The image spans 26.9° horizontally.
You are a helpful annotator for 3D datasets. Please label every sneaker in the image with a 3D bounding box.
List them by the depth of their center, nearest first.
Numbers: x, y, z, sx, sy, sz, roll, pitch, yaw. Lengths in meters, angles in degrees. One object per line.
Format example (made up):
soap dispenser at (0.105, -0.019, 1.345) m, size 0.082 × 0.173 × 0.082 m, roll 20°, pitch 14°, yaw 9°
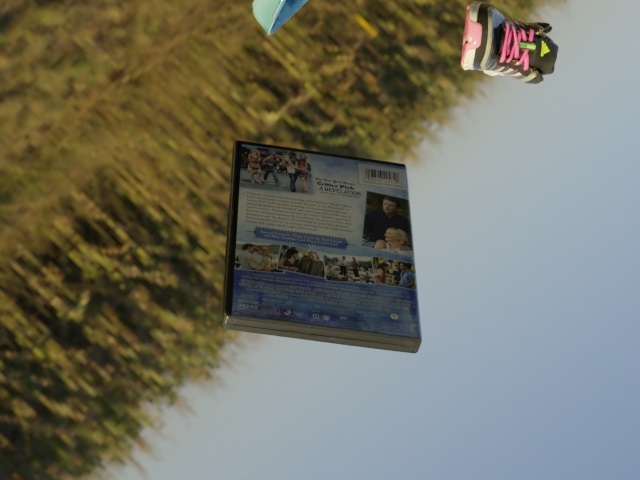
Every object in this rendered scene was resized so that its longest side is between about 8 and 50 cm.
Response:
sneaker at (0.176, -0.178, 1.220) m, size 0.170 × 0.075 × 0.063 m, roll 3°, pitch 96°, yaw -70°

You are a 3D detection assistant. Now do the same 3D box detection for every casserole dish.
casserole dish at (-0.025, -0.305, 1.515) m, size 0.114 × 0.037 × 0.188 m, roll -58°, pitch 177°, yaw 37°

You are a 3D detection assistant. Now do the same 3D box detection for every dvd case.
dvd case at (0.000, 0.000, 1.274) m, size 0.253 × 0.180 × 0.022 m, roll -90°, pitch -169°, yaw -48°
